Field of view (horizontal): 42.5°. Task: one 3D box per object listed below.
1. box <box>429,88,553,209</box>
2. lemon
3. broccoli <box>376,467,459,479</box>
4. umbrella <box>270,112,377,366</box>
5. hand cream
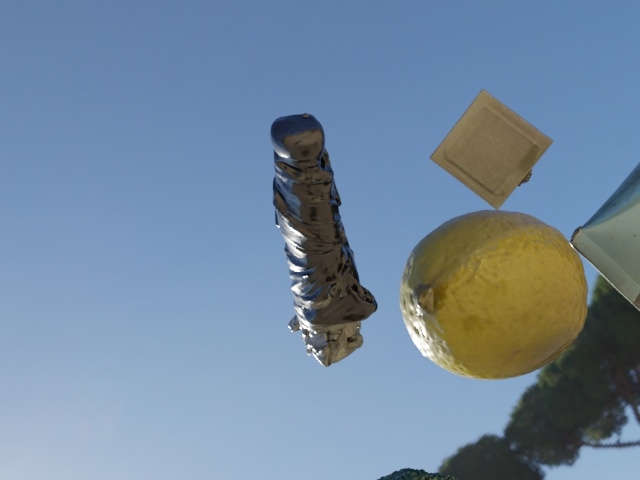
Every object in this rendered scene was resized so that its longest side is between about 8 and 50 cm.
[{"bbox_3d":[0.155,-0.081,0.742,0.079,0.083,0.035,-52,-6,14],"label":"box"},{"bbox_3d":[0.246,0.076,1.177,0.267,0.267,0.267,-23,-46,-25],"label":"lemon"},{"bbox_3d":[0.075,0.302,0.790,0.195,0.156,0.195,-10,-51,-13],"label":"broccoli"},{"bbox_3d":[0.005,0.002,0.945,0.106,0.113,0.357,-23,-43,-14],"label":"umbrella"},{"bbox_3d":[0.276,-0.053,0.559,0.312,0.111,0.070,-44,0,-29],"label":"hand cream"}]
